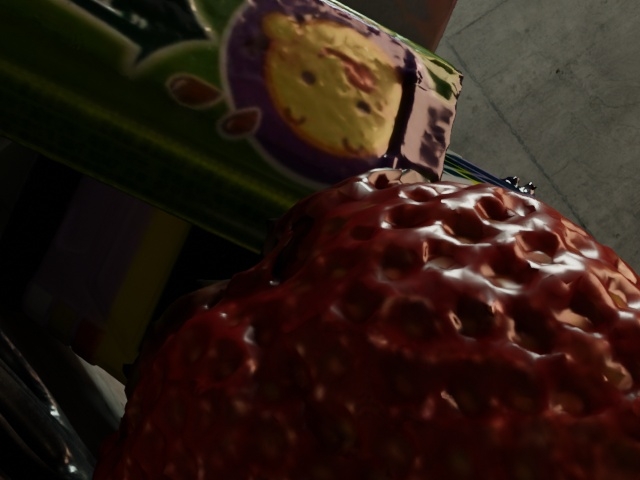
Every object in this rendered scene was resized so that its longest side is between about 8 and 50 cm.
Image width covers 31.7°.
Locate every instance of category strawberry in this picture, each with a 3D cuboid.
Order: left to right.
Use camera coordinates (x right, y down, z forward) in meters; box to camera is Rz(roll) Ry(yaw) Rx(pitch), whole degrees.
[{"bbox_3d":[0.038,0.122,0.413,0.288,0.238,0.250,58,1,43],"label":"strawberry"}]

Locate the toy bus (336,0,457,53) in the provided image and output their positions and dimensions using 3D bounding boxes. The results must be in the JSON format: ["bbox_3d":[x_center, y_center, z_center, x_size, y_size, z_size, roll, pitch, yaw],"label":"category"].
[{"bbox_3d":[-0.077,-0.237,0.819,0.386,0.162,0.171,18,14,-33],"label":"toy bus"}]

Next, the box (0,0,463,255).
[{"bbox_3d":[-0.107,-0.098,0.530,0.345,0.134,0.097,25,-32,-14],"label":"box"}]

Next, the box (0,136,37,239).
[{"bbox_3d":[-0.219,-0.083,0.891,0.167,0.193,0.294,41,-13,28],"label":"box"}]

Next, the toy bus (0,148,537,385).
[{"bbox_3d":[0.000,0.000,0.857,0.249,0.209,0.440,31,11,24],"label":"toy bus"}]

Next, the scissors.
[{"bbox_3d":[-0.100,0.138,0.552,0.300,0.022,0.109,61,-7,-35],"label":"scissors"}]
